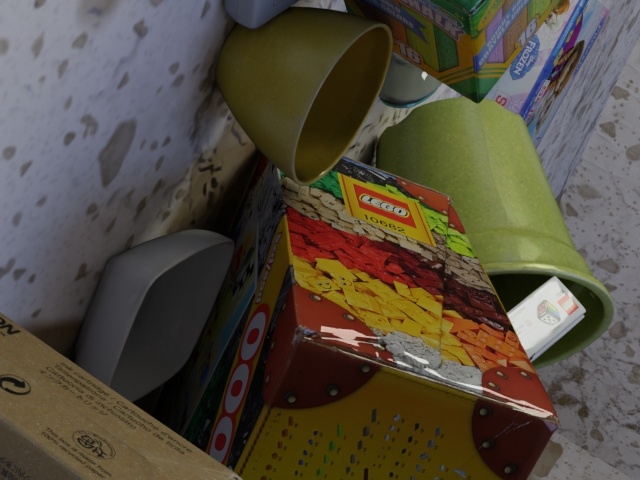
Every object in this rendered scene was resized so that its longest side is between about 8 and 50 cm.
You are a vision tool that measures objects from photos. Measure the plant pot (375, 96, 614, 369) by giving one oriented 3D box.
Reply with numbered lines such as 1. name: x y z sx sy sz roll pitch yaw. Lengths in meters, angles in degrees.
1. plant pot: 0.164 -0.009 1.241 0.276 0.276 0.254 93 -7 -59

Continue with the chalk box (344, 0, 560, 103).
1. chalk box: 0.093 -0.213 0.776 0.132 0.132 0.213 -52 163 -5

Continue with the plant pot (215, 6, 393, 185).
1. plant pot: -0.021 -0.122 0.831 0.134 0.095 0.134 -52 162 -24

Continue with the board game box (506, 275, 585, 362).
1. board game box: 0.119 0.165 1.128 0.193 0.053 0.305 -31 167 -37

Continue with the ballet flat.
1. ballet flat: 0.112 -0.208 1.153 0.213 0.072 0.068 -47 145 -50

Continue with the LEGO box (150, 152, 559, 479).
1. LEGO box: -0.040 0.216 0.930 0.372 0.193 0.500 -102 -146 -65

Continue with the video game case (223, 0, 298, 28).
1. video game case: 0.067 -0.332 0.757 0.329 0.036 0.300 -41 160 -35

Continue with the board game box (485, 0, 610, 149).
1. board game box: 0.341 -0.250 1.764 0.318 0.066 0.318 -64 164 15

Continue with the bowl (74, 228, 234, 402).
1. bowl: -0.137 0.054 0.878 0.142 0.053 0.142 -25 143 -62

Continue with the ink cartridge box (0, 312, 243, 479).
1. ink cartridge box: -0.183 0.150 0.573 0.193 0.235 0.088 -63 163 16
